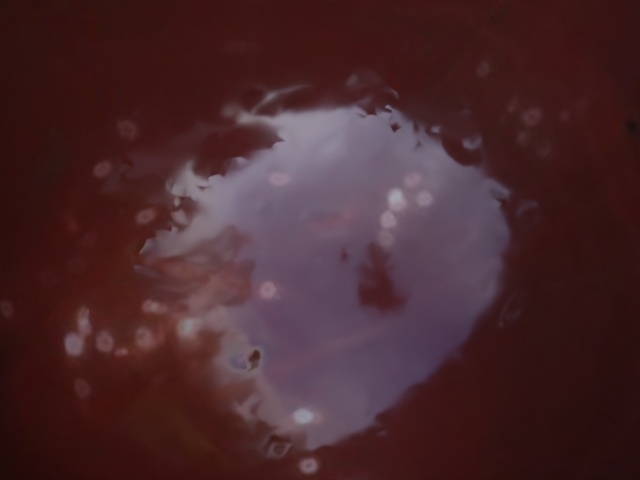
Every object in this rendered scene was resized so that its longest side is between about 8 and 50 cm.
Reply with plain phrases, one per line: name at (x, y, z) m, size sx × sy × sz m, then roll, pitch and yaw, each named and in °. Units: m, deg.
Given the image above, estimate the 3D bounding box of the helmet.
helmet at (0.000, 0.000, 0.450) m, size 0.337 × 0.385 × 0.230 m, roll 59°, pitch 155°, yaw 15°
